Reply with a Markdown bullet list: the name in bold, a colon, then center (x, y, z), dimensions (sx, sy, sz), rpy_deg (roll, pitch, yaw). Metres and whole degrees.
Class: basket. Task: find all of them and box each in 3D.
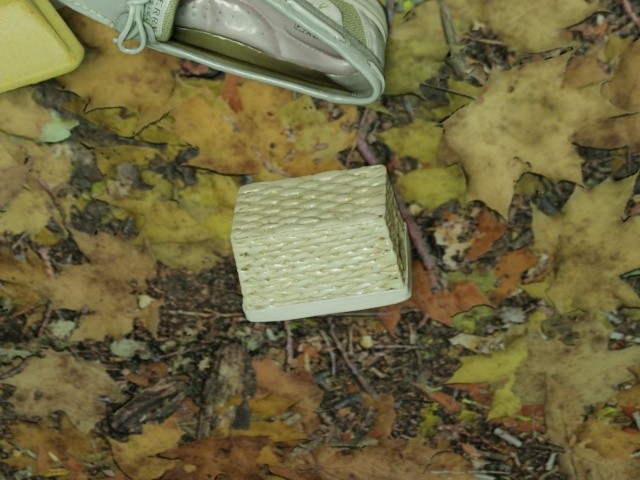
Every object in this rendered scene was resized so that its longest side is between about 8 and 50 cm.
- **basket**: center (0.000, 0.000, 1.356), dimensions (0.167, 0.113, 0.103), rpy_deg (-8, 125, 8)

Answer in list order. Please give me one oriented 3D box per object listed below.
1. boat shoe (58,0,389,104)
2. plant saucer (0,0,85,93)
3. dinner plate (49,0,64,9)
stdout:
- **boat shoe**: center (-0.092, -0.200, 1.197), dimensions (0.320, 0.103, 0.118), rpy_deg (19, 128, -14)
- **plant saucer**: center (-0.409, -0.222, 1.131), dimensions (0.333, 0.081, 0.332), rpy_deg (-16, 146, 10)
- **dinner plate**: center (-0.265, -0.258, 1.213), dimensions (0.141, 0.017, 0.141), rpy_deg (0, 130, 0)
